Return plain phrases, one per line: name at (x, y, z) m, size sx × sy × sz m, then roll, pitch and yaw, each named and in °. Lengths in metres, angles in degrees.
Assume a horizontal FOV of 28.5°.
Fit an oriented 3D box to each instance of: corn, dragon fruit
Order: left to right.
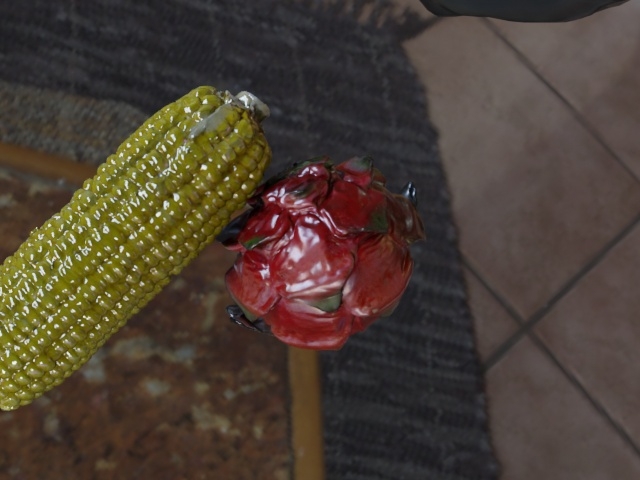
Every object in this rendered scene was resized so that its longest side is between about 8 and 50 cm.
corn at (-0.120, 0.002, 0.729) m, size 0.238 × 0.080 × 0.080 m, roll -44°, pitch 85°, yaw -3°
dragon fruit at (-0.002, 0.007, 0.769) m, size 0.130 × 0.142 × 0.121 m, roll 9°, pitch 83°, yaw 20°

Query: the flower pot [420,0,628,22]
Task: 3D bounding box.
flower pot at (0.009, -0.204, 0.339) m, size 0.283 × 0.299 × 0.299 m, roll 35°, pitch 46°, yaw -12°
